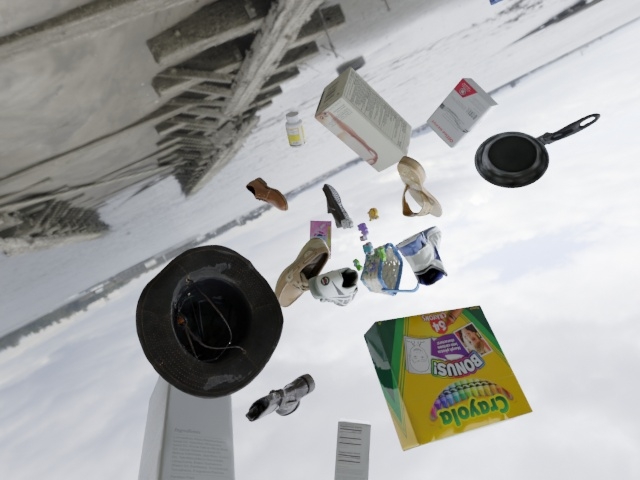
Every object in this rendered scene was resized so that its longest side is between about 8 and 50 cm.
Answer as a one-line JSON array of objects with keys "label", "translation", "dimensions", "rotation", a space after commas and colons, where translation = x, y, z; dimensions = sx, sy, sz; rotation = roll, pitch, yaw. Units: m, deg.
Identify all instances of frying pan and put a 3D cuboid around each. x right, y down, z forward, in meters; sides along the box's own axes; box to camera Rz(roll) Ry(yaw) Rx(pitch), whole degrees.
[{"label": "frying pan", "translation": [0.556, -0.267, 1.186], "dimensions": [0.053, 0.197, 0.326], "rotation": [-62, 177, -37]}]

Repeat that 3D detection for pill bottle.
[{"label": "pill bottle", "translation": [-0.090, -0.395, 1.554], "dimensions": [0.065, 0.116, 0.065], "rotation": [-7, -143, 5]}]

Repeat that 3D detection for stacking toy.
[{"label": "stacking toy", "translation": [0.180, -0.005, 1.702], "dimensions": [0.167, 0.221, 0.052], "rotation": [-19, -174, -38]}]

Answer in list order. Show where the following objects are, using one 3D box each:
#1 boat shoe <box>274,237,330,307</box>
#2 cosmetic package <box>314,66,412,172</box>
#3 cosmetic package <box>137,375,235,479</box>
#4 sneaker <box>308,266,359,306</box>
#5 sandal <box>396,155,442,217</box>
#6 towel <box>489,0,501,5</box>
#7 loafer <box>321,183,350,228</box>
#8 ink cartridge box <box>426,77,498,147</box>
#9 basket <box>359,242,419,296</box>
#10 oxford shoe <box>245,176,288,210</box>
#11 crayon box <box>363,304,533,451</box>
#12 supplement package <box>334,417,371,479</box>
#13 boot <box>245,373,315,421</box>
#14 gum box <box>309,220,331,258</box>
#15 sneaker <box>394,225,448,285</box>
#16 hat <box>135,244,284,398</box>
[{"label": "boat shoe", "translation": [-0.079, 0.149, 1.770], "dimensions": [0.341, 0.121, 0.110], "rotation": [-58, -149, 17]}, {"label": "cosmetic package", "translation": [0.141, -0.372, 1.372], "dimensions": [0.129, 0.296, 0.153], "rotation": [-25, -141, 45]}, {"label": "cosmetic package", "translation": [-0.312, 0.490, 1.003], "dimensions": [0.230, 0.161, 0.453], "rotation": [-61, -154, 25]}, {"label": "sneaker", "translation": [0.095, 0.166, 1.614], "dimensions": [0.146, 0.122, 0.330], "rotation": [-29, 164, 19]}, {"label": "sandal", "translation": [0.212, -0.094, 1.009], "dimensions": [0.088, 0.240, 0.079], "rotation": [31, -100, 36]}, {"label": "towel", "translation": [0.503, -0.772, 1.159], "dimensions": [0.209, 0.285, 0.034], "rotation": [-21, 158, 15]}, {"label": "loafer", "translation": [0.054, -0.149, 1.919], "dimensions": [0.078, 0.220, 0.080], "rotation": [-31, 166, 25]}, {"label": "ink cartridge box", "translation": [0.380, -0.343, 1.178], "dimensions": [0.063, 0.109, 0.150], "rotation": [-26, 162, -47]}, {"label": "basket", "translation": [0.343, 0.141, 2.067], "dimensions": [0.288, 0.201, 0.255], "rotation": [-7, -130, 31]}, {"label": "oxford shoe", "translation": [-0.204, -0.164, 1.654], "dimensions": [0.076, 0.076, 0.212], "rotation": [-29, -130, -35]}, {"label": "crayon box", "translation": [0.338, 0.355, 1.177], "dimensions": [0.362, 0.313, 0.106], "rotation": [-4, 146, -23]}, {"label": "supplement package", "translation": [0.128, 0.846, 1.730], "dimensions": [0.133, 0.244, 0.139], "rotation": [4, 163, 5]}, {"label": "boot", "translation": [-0.157, 0.546, 1.464], "dimensions": [0.229, 0.091, 0.263], "rotation": [-10, 144, -46]}, {"label": "gum box", "translation": [0.000, 0.000, 2.128], "dimensions": [0.107, 0.188, 0.062], "rotation": [1, 161, 0]}, {"label": "sneaker", "translation": [0.367, 0.062, 1.536], "dimensions": [0.127, 0.182, 0.315], "rotation": [-26, 177, 27]}, {"label": "hat", "translation": [-0.246, 0.181, 0.941], "dimensions": [0.134, 0.331, 0.331], "rotation": [-36, 179, 43]}]
